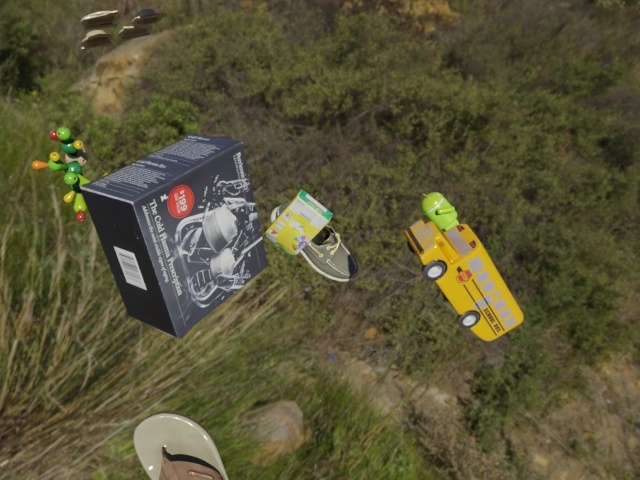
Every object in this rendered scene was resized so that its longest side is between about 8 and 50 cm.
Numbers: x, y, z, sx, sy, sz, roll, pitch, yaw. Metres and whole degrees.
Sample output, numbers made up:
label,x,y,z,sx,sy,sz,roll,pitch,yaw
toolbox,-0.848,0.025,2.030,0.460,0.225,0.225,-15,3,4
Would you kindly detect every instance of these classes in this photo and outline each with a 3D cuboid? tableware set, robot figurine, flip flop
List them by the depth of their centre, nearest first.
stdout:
label,x,y,z,sx,sy,sz,roll,pitch,yaw
flip flop,-0.192,0.384,0.832,0.277,0.112,0.080,60,-7,14
tableware set,-0.361,-0.382,0.996,0.141,0.020,0.168,-21,8,-27
robot figurine,0.301,-0.074,1.408,0.115,0.067,0.101,48,3,-12

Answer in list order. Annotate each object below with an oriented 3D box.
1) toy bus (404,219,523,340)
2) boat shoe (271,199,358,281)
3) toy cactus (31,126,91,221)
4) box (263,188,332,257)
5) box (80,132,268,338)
label,x,y,z,sx,sy,sz,roll,pitch,yaw
toy bus,0.309,0.081,1.187,0.333,0.130,0.108,50,13,-34
boat shoe,-0.002,0.003,1.555,0.305,0.091,0.109,41,52,-15
toy cactus,-0.586,-0.170,1.299,0.112,0.219,0.180,-14,36,-6
box,-0.062,-0.037,1.421,0.105,0.179,0.043,39,36,-9
box,-0.307,-0.022,1.248,0.178,0.343,0.312,15,38,32
